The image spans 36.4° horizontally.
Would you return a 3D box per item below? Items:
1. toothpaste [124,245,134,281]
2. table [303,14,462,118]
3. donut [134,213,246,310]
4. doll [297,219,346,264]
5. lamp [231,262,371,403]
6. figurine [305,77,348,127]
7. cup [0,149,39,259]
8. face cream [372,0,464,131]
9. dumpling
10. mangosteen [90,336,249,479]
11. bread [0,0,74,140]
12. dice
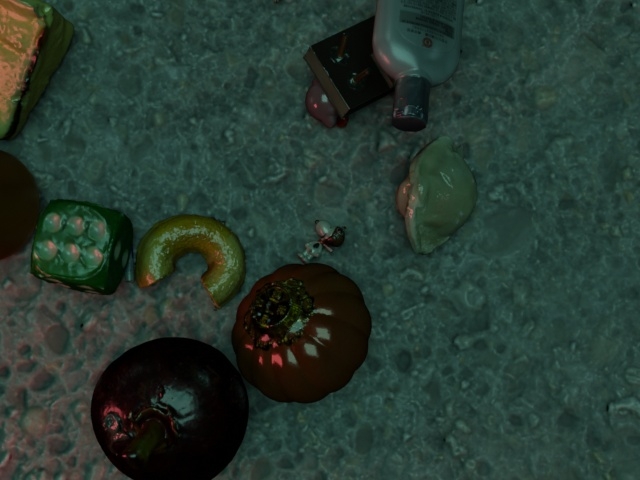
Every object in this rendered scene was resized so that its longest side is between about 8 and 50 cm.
[{"bbox_3d":[-0.311,0.026,1.574,0.024,0.015,0.083,-9,78,-3],"label":"toothpaste"},{"bbox_3d":[0.113,-0.311,1.552,0.240,0.111,0.121,-30,86,-24],"label":"table"},{"bbox_3d":[-0.204,0.025,1.549,0.181,0.078,0.146,17,85,-3],"label":"donut"},{"bbox_3d":[0.003,0.006,1.579,0.058,0.040,0.085,26,78,13],"label":"doll"},{"bbox_3d":[-0.030,0.139,1.483,0.223,0.196,0.223,-15,55,22],"label":"lamp"},{"bbox_3d":[0.010,-0.225,1.591,0.071,0.067,0.083,2,82,-42],"label":"figurine"},{"bbox_3d":[-0.572,-0.061,1.457,0.226,0.264,0.182,10,91,10],"label":"cup"},{"bbox_3d":[0.147,-0.303,1.459,0.144,0.071,0.291,12,70,-18],"label":"face cream"},{"bbox_3d":[0.180,-0.079,1.553,0.136,0.118,0.199,38,65,-41],"label":"dumpling"},{"bbox_3d":[-0.228,0.260,1.424,0.236,0.261,0.235,1,98,7],"label":"mangosteen"},{"bbox_3d":[-0.557,-0.309,1.518,0.263,0.198,0.236,29,90,2],"label":"bread"},{"bbox_3d":[-0.370,0.010,1.512,0.128,0.120,0.131,13,81,4],"label":"dice"}]
